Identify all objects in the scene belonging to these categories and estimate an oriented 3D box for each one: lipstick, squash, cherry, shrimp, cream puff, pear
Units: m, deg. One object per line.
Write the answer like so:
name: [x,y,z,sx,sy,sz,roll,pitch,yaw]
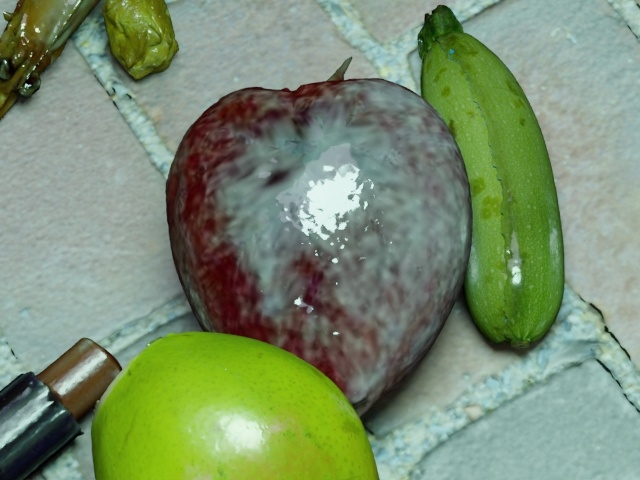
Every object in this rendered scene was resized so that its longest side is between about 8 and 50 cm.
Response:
lipstick: [-0.273,0.181,1.495,0.300,0.081,0.081,-42,62,-15]
squash: [0.135,-0.069,1.586,0.094,0.094,0.341,-11,57,1]
cherry: [0.000,0.000,1.496,0.230,0.203,0.300,-3,68,-3]
shrimp: [-0.228,-0.227,1.732,0.294,0.062,0.154,-60,26,-13]
cream puff: [-0.158,-0.181,1.710,0.058,0.083,0.083,-27,98,19]
pear: [-0.049,0.170,1.361,0.187,0.187,0.220,-41,73,-17]
